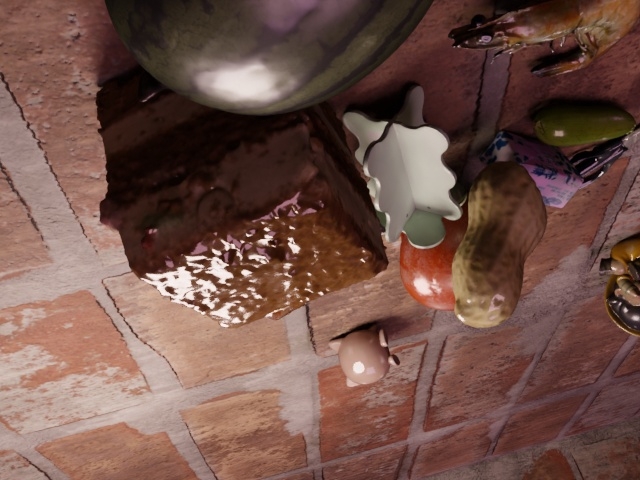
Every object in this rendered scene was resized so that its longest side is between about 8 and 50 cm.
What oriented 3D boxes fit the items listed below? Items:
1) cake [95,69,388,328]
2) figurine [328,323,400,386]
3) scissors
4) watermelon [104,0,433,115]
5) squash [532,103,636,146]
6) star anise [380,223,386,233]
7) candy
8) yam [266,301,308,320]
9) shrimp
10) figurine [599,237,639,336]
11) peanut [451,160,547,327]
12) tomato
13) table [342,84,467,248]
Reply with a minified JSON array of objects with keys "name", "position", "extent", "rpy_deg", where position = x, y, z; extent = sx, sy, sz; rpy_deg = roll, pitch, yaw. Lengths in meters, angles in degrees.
[{"name":"cake","position":[-0.091,-0.068,0.883],"extent":[0.256,0.290,0.282],"rpy_deg":[-23,150,14]},{"name":"figurine","position":[0.097,0.256,1.606],"extent":[0.138,0.125,0.125],"rpy_deg":[-22,148,25]},{"name":"scissors","position":[0.541,-0.178,1.267],"extent":[0.300,0.022,0.109],"rpy_deg":[-37,146,25]},{"name":"watermelon","position":[-0.044,-0.258,0.640],"extent":[0.359,0.278,0.279],"rpy_deg":[-36,143,30]},{"name":"squash","position":[0.426,-0.185,1.164],"extent":[0.201,0.066,0.066],"rpy_deg":[-5,145,-25]},{"name":"star anise","position":[0.009,-0.006,1.076],"extent":[0.208,0.063,0.172],"rpy_deg":[15,150,-39]},{"name":"candy","position":[0.347,-0.118,1.197],"extent":[0.160,0.092,0.073],"rpy_deg":[10,133,-33]},{"name":"yam","position":[-0.046,0.083,1.322],"extent":[0.141,0.079,0.079],"rpy_deg":[-36,143,26]},{"name":"shrimp","position":[0.302,-0.271,0.992],"extent":[0.296,0.058,0.169],"rpy_deg":[-15,150,-11]},{"name":"figurine","position":[0.734,0.097,1.638],"extent":[0.192,0.167,0.256],"rpy_deg":[-10,131,27]},{"name":"peanut","position":[0.265,0.006,1.074],"extent":[0.124,0.256,0.123],"rpy_deg":[13,168,3]},{"name":"tomato","position":[0.226,0.016,1.228],"extent":[0.185,0.208,0.208],"rpy_deg":[-1,147,7]},{"name":"table","position":[0.122,-0.109,1.059],"extent":[0.167,0.166,0.198],"rpy_deg":[-20,139,3]}]
